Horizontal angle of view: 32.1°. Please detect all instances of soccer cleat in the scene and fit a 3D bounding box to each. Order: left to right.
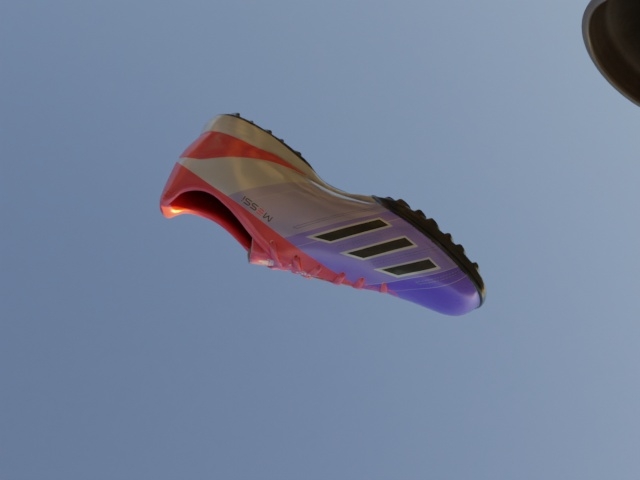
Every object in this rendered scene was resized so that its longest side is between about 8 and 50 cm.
[{"bbox_3d":[0.000,0.000,1.038,0.318,0.108,0.116,31,-116,12],"label":"soccer cleat"}]

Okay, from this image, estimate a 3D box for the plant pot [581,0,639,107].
[{"bbox_3d":[0.556,-0.336,1.629,0.263,0.263,0.229,42,-106,3],"label":"plant pot"}]
